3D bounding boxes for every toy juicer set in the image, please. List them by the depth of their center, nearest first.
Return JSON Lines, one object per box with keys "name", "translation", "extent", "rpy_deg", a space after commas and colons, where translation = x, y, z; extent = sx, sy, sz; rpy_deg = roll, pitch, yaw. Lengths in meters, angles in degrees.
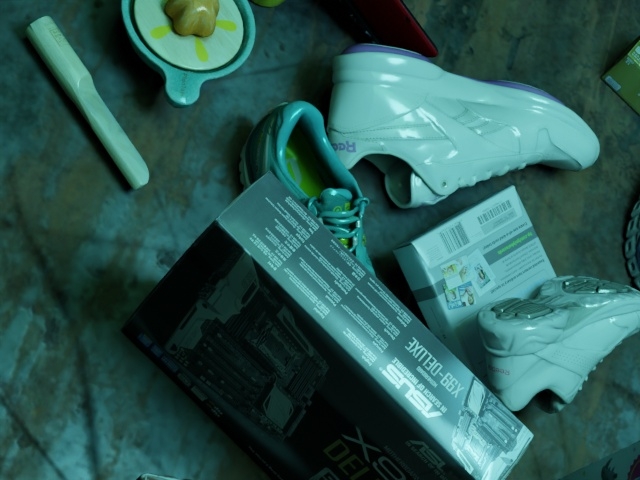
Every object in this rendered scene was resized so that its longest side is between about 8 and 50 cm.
{"name": "toy juicer set", "translation": [-0.158, -0.230, 1.573], "extent": [0.209, 0.089, 0.329], "rpy_deg": [38, 57, -5]}

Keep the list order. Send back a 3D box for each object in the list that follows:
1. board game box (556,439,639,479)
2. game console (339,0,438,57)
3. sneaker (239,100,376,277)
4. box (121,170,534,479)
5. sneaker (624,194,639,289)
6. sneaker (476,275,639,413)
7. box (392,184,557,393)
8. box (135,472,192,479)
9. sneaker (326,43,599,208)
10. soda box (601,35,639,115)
{"name": "board game box", "translation": [0.372, 0.244, 1.472], "extent": [0.224, 0.303, 0.097], "rpy_deg": [13, 62, -19]}
{"name": "game console", "translation": [0.062, -0.258, 1.656], "extent": [0.144, 0.085, 0.124], "rpy_deg": [51, 39, -28]}
{"name": "sneaker", "translation": [0.000, 0.000, 1.527], "extent": [0.107, 0.110, 0.275], "rpy_deg": [-14, 74, -30]}
{"name": "box", "translation": [-0.002, 0.117, 1.391], "extent": [0.307, 0.242, 0.076], "rpy_deg": [45, 56, -1]}
{"name": "sneaker", "translation": [0.405, 0.056, 1.716], "extent": [0.129, 0.111, 0.297], "rpy_deg": [7, 67, -40]}
{"name": "sneaker", "translation": [0.230, 0.102, 1.566], "extent": [0.232, 0.090, 0.115], "rpy_deg": [-12, 110, -40]}
{"name": "box", "translation": [0.168, 0.060, 1.598], "extent": [0.145, 0.038, 0.186], "rpy_deg": [-29, 94, -33]}
{"name": "box", "translation": [-0.124, 0.388, 1.233], "extent": [0.143, 0.191, 0.381], "rpy_deg": [17, 61, -18]}
{"name": "sneaker", "translation": [0.137, -0.095, 1.660], "extent": [0.305, 0.114, 0.152], "rpy_deg": [12, 84, -23]}
{"name": "soda box", "translation": [0.401, -0.146, 1.821], "extent": [0.181, 0.058, 0.061], "rpy_deg": [44, 56, -1]}
